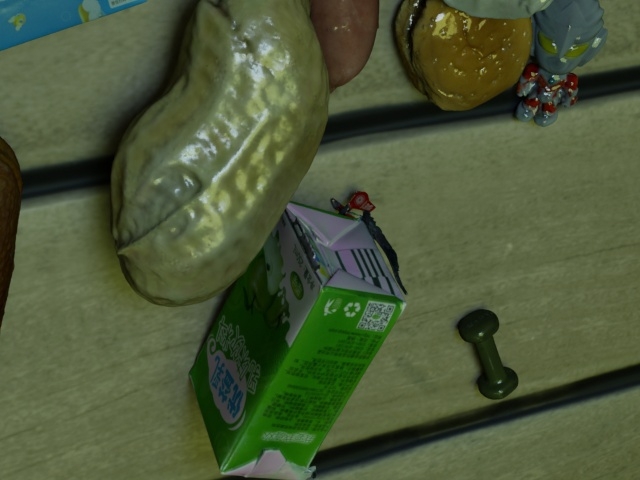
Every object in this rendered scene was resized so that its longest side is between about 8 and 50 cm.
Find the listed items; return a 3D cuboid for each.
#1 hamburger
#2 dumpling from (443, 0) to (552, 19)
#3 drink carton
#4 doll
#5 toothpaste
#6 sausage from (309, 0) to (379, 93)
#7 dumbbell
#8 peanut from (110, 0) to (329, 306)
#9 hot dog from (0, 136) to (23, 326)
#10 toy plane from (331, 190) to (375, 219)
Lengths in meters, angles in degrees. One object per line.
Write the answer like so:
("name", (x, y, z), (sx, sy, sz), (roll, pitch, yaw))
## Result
("hamburger", (0.153, -0.214, 1.313), (0.138, 0.083, 0.147), (-32, 127, -14))
("dumpling", (0.153, -0.336, 1.218), (0.193, 0.147, 0.258), (-17, 93, 5))
("drink carton", (-0.027, 0.105, 1.302), (0.108, 0.161, 0.271), (11, 124, -28))
("doll", (0.261, -0.210, 1.377), (0.094, 0.079, 0.180), (15, 117, 3))
("toothpaste", (-0.289, -0.202, 1.115), (0.266, 0.065, 0.050), (-22, 125, -15))
("sausage", (0.010, -0.340, 1.180), (0.087, 0.088, 0.433), (-15, 121, -19))
("dumbbell", (0.205, 0.140, 1.535), (0.052, 0.046, 0.118), (-31, 123, -15))
("peanut", (-0.095, -0.093, 1.213), (0.174, 0.158, 0.340), (33, 94, -4))
("hot dog", (-0.369, 0.009, 1.149), (0.196, 0.122, 0.272), (1, 109, -28))
("toy plane", (0.000, 0.000, 1.372), (0.145, 0.037, 0.060), (-47, 129, 3))
